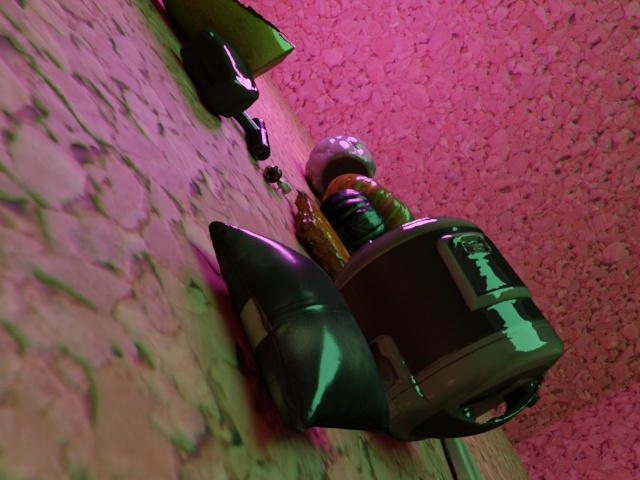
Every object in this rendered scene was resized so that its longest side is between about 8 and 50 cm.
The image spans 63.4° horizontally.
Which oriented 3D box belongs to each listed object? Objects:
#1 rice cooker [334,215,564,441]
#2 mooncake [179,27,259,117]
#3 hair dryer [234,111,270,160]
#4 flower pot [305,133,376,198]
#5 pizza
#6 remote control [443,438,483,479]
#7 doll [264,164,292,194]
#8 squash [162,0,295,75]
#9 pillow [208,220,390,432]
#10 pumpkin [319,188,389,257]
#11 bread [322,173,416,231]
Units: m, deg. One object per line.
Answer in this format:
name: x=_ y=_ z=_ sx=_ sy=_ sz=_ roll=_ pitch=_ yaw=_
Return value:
rice cooker: x=0.203 y=0.158 z=0.867 sx=0.325 sy=0.335 sz=0.335 roll=63 pitch=11 yaw=30
mooncake: x=-0.206 y=-0.336 z=1.053 sx=0.168 sy=0.104 sz=0.175 roll=53 pitch=12 yaw=-43
hair dryer: x=-0.188 y=-0.285 z=1.179 sx=0.195 sy=0.050 sz=0.173 roll=46 pitch=13 yaw=-32
flower pot: x=0.070 y=-0.246 z=1.788 sx=0.246 sy=0.246 sz=0.195 roll=53 pitch=11 yaw=-27
pizza: x=0.000 y=0.000 z=1.142 sx=0.292 sy=0.058 sz=0.197 roll=58 pitch=10 yaw=19
remote control: x=0.323 y=0.498 z=1.175 sx=0.090 sy=0.049 sz=0.230 roll=58 pitch=7 yaw=-11
doll: x=-0.096 y=-0.135 z=1.162 sx=0.085 sy=0.040 sz=0.058 roll=52 pitch=0 yaw=-27
squash: x=-0.238 y=-0.531 z=1.230 sx=0.308 sy=0.210 sz=0.233 roll=60 pitch=-6 yaw=-14
pillow: x=-0.020 y=0.093 z=0.569 sx=0.186 sy=0.106 sz=0.249 roll=30 pitch=25 yaw=-55
pumpkin: x=0.086 y=-0.030 z=1.372 sx=0.220 sy=0.162 sz=0.220 roll=64 pitch=0 yaw=0
bread: x=0.141 y=-0.065 z=1.584 sx=0.333 sy=0.160 sz=0.333 roll=38 pitch=-16 yaw=13
